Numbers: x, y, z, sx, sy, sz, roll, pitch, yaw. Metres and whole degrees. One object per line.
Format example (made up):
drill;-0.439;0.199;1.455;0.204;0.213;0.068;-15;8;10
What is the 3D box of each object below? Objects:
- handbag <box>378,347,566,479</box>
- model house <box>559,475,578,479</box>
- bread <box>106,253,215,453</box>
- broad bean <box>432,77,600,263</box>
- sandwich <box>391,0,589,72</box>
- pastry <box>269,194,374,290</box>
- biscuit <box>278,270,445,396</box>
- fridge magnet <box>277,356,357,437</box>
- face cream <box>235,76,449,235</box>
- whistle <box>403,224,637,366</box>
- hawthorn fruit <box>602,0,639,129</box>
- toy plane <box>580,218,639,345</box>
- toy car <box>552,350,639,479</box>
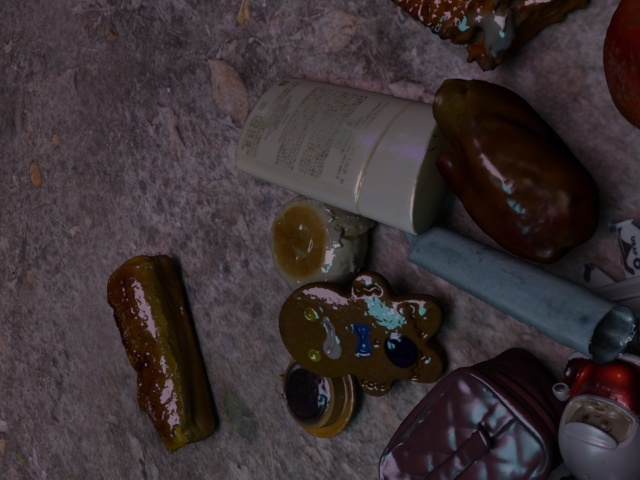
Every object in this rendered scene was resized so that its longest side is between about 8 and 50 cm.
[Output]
handbag;0.176;0.234;0.676;0.146;0.135;0.225;50;122;27
model house;0.224;0.348;0.530;0.284;0.298;0.243;143;123;-78
bread;-0.324;0.222;1.171;0.185;0.109;0.380;-30;72;39
broad bean;0.195;-0.078;0.637;0.122;0.156;0.228;-49;65;28
sandwich;0.199;-0.320;0.666;0.292;0.109;0.212;-40;71;39
pastry;0.000;0.000;0.871;0.165;0.088;0.166;2;94;40
biscuit;0.050;0.126;0.801;0.236;0.039;0.180;0;108;26
fridge magnet;-0.005;0.223;0.896;0.143;0.063;0.143;-2;87;45
face cream;0.034;-0.131;0.821;0.348;0.081;0.173;23;79;40
whistle;0.187;0.039;0.656;0.312;0.062;0.062;32;114;56
hawthorn fruit;0.324;-0.161;0.503;0.173;0.173;0.173;1;92;44
toy plane;0.331;0.047;0.560;0.234;0.082;0.160;-25;65;53
toy car;0.278;0.186;0.566;0.112;0.112;0.139;4;126;49
